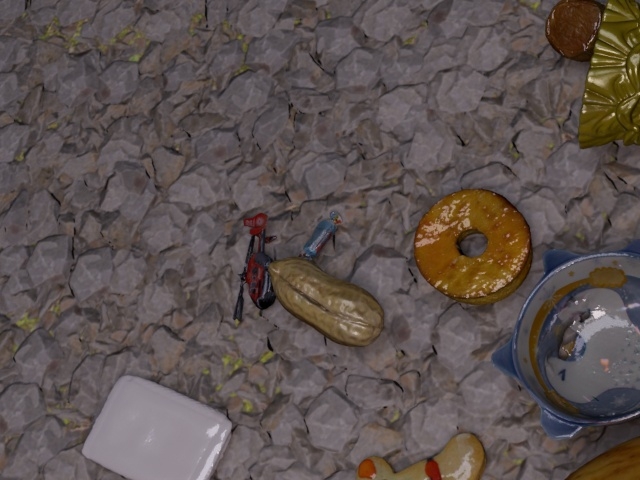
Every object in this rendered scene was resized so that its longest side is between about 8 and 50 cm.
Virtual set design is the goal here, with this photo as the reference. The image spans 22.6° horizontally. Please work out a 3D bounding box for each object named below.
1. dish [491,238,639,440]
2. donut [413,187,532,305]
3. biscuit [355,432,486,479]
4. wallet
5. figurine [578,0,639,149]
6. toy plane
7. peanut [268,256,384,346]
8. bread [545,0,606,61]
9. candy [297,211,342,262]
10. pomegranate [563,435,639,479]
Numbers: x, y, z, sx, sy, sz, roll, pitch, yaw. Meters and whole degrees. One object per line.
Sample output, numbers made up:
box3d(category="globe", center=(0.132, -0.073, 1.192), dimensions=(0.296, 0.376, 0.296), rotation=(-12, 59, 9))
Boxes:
box3d(category="dish", center=(0.317, 0.114, 1.802), dimensions=(0.236, 0.086, 0.228), rotation=(-41, 57, 0))
box3d(category="donut", center=(0.186, 0.013, 1.920), dimensions=(0.152, 0.058, 0.151), rotation=(-9, 62, 18))
box3d(category="biscuit", center=(0.085, 0.314, 1.832), dimensions=(0.234, 0.030, 0.153), rotation=(-18, 59, 13))
box3d(category="wallet", center=(-0.199, 0.244, 1.980), dimensions=(0.183, 0.032, 0.124), rotation=(19, 74, 27))
box3d(category="figurine", center=(0.475, -0.169, 1.859), dimensions=(0.315, 0.168, 0.187), rotation=(13, 60, 17))
box3d(category="toy plane", center=(-0.077, 0.032, 2.031), dimensions=(0.060, 0.037, 0.145), rotation=(-11, 66, 29))
box3d(category="peanut", center=(0.007, 0.073, 1.953), dimensions=(0.174, 0.080, 0.080), rotation=(31, 80, 30))
box3d(category="bread", center=(0.325, -0.262, 2.001), dimensions=(0.085, 0.053, 0.085), rotation=(-7, 78, 34))
box3d(category="candy", center=(0.000, 0.000, 2.023), dimensions=(0.030, 0.020, 0.083), rotation=(31, 78, 31))
box3d(category="pomegranate", center=(0.376, 0.331, 1.491), dimensions=(0.410, 0.410, 0.410), rotation=(-9, 63, 18))
